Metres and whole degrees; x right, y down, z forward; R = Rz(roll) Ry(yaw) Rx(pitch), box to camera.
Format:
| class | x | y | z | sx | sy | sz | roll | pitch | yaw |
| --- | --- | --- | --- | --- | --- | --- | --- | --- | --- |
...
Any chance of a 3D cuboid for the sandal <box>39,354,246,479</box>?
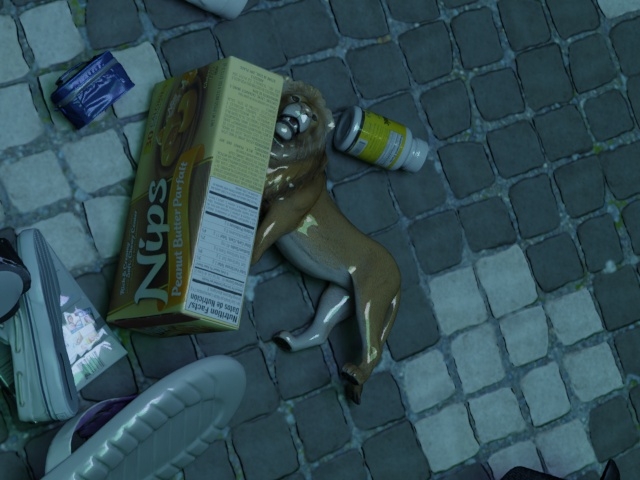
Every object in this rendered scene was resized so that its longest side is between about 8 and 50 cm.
| class | x | y | z | sx | sy | sz | roll | pitch | yaw |
| --- | --- | --- | --- | --- | --- | --- | --- | --- | --- |
| sandal | -0.267 | 0.253 | 1.803 | 0.416 | 0.169 | 0.102 | -37 | 59 | -22 |

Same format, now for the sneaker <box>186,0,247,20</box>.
| class | x | y | z | sx | sy | sz | roll | pitch | yaw |
| --- | --- | --- | --- | --- | --- | --- | --- | --- | --- |
| sneaker | -0.144 | -0.445 | 1.933 | 0.169 | 0.108 | 0.292 | 19 | 78 | -24 |

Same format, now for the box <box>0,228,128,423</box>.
| class | x | y | z | sx | sy | sz | roll | pitch | yaw |
| --- | --- | --- | --- | --- | --- | --- | --- | --- | --- |
| box | -0.344 | 0.104 | 1.825 | 0.145 | 0.038 | 0.186 | -39 | 101 | -23 |

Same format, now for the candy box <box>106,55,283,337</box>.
| class | x | y | z | sx | sy | sz | roll | pitch | yaw |
| --- | --- | --- | --- | --- | --- | --- | --- | --- | --- |
| candy box | -0.152 | -0.048 | 1.829 | 0.087 | 0.183 | 0.316 | 18 | 74 | -33 |

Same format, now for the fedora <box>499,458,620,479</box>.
| class | x | y | z | sx | sy | sz | roll | pitch | yaw |
| --- | --- | --- | --- | --- | --- | --- | --- | --- | --- |
| fedora | 0.262 | 0.414 | 1.965 | 0.152 | 0.334 | 0.334 | 22 | 74 | 12 |

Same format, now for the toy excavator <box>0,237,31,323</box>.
| class | x | y | z | sx | sy | sz | roll | pitch | yaw |
| --- | --- | --- | --- | --- | --- | --- | --- | --- | --- |
| toy excavator | -0.590 | 0.118 | 1.618 | 0.433 | 0.445 | 0.222 | 2 | 39 | -51 |

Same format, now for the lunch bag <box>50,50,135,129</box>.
| class | x | y | z | sx | sy | sz | roll | pitch | yaw |
| --- | --- | --- | --- | --- | --- | --- | --- | --- | --- |
| lunch bag | -0.285 | -0.185 | 1.865 | 0.098 | 0.067 | 0.065 | -42 | 101 | -20 |

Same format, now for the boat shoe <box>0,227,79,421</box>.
| class | x | y | z | sx | sy | sz | roll | pitch | yaw |
| --- | --- | --- | --- | --- | --- | --- | --- | --- | --- |
| boat shoe | -0.341 | 0.102 | 1.760 | 0.076 | 0.083 | 0.226 | -11 | 86 | 5 |

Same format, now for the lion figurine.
| class | x | y | z | sx | sy | sz | roll | pitch | yaw |
| --- | --- | --- | --- | --- | --- | --- | --- | --- | --- |
| lion figurine | 0.000 | 0.000 | 1.950 | 0.240 | 0.142 | 0.392 | -50 | 118 | -28 |

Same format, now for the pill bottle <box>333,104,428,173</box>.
| class | x | y | z | sx | sy | sz | roll | pitch | yaw |
| --- | --- | --- | --- | --- | --- | --- | --- | --- | --- |
| pill bottle | 0.082 | -0.130 | 2.020 | 0.116 | 0.065 | 0.065 | 21 | 76 | -21 |
